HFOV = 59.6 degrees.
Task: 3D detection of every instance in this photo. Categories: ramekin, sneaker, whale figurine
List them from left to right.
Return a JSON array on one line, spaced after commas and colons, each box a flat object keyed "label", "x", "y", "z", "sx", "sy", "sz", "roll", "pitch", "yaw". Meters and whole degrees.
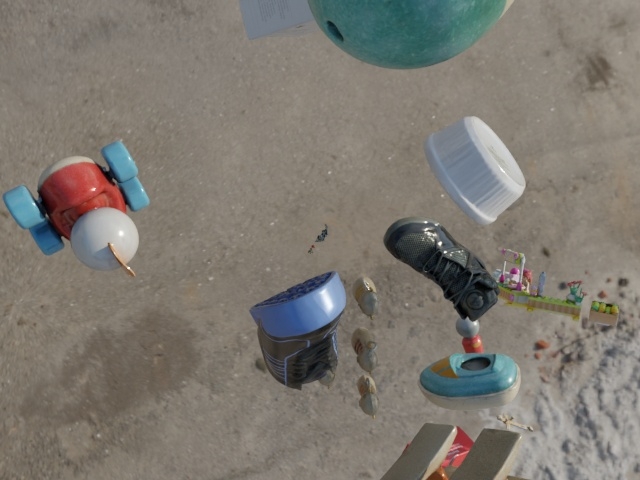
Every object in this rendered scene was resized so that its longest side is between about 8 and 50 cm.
[{"label": "sneaker", "x": -0.013, "y": 0.086, "z": 0.500, "sx": 0.082, "sy": 0.232, "sz": 0.090, "roll": -24, "pitch": 85, "yaw": -12}, {"label": "whale figurine", "x": 0.026, "y": -0.235, "z": 0.393, "sx": 0.141, "sy": 0.216, "sz": 0.272, "roll": -49, "pitch": 130, "yaw": -1}, {"label": "sneaker", "x": 0.202, "y": 0.045, "z": 0.877, "sx": 0.228, "sy": 0.130, "sz": 0.087, "roll": 32, "pitch": 108, "yaw": -32}, {"label": "ramekin", "x": 0.385, "y": -0.182, "z": 1.369, "sx": 0.273, "sy": 0.127, "sz": 0.272, "roll": 35, "pitch": 34, "yaw": -28}]

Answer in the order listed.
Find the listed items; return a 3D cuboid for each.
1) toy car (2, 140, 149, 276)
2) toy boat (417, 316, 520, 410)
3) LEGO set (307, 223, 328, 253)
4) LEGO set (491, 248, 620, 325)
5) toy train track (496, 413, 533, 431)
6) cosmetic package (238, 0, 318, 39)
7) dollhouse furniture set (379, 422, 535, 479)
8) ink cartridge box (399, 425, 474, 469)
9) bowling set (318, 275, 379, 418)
[{"label": "toy car", "x": -0.397, "y": -0.014, "z": 1.012, "sx": 0.219, "sy": 0.210, "sz": 0.238, "roll": -30, "pitch": 69, "yaw": -18}, {"label": "toy boat", "x": 0.398, "y": 0.328, "z": 1.516, "sx": 0.318, "sy": 0.268, "sz": 0.148, "roll": -49, "pitch": 124, "yaw": -64}, {"label": "LEGO set", "x": -0.001, "y": 0.001, "z": 1.382, "sx": 0.023, "sy": 0.054, "sz": 0.083, "roll": 31, "pitch": 101, "yaw": -1}, {"label": "LEGO set", "x": 0.439, "y": 0.083, "z": 1.103, "sx": 0.132, "sy": 0.287, "sz": 0.107, "roll": 3, "pitch": 97, "yaw": -29}, {"label": "toy train track", "x": 0.423, "y": 0.394, "z": 1.209, "sx": 0.083, "sy": 0.048, "sz": 0.014, "roll": 21, "pitch": 116, "yaw": -4}, {"label": "cosmetic package", "x": -0.030, "y": -0.446, "z": 0.966, "sx": 0.151, "sy": 0.184, "sz": 0.151, "roll": -29, "pitch": 113, "yaw": -47}, {"label": "dollhouse furniture set", "x": 0.185, "y": 0.308, "z": 0.460, "sx": 0.135, "sy": 0.259, "sz": 0.262, "roll": -35, "pitch": 101, "yaw": -36}, {"label": "ink cartridge box", "x": 0.181, "y": 0.390, "z": 0.912, "sx": 0.134, "sy": 0.078, "sz": 0.231, "roll": 1, "pitch": 122, "yaw": -41}, {"label": "bowling set", "x": 0.023, "y": 0.220, "z": 1.122, "sx": 0.200, "sy": 0.154, "sz": 0.286, "roll": -5, "pitch": 99, "yaw": -1}]
